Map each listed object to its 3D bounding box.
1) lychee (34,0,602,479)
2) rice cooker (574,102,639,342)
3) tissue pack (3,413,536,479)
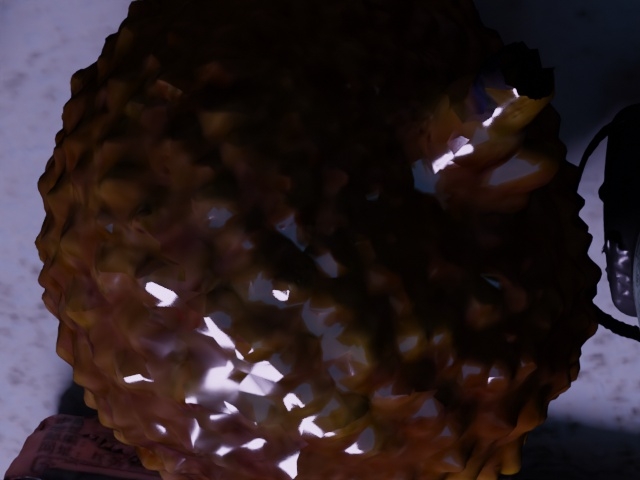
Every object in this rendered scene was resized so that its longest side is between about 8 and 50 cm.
[{"bbox_3d":[0.000,0.000,0.551,0.200,0.200,0.238,28,150,-18],"label":"lychee"},{"bbox_3d":[0.188,0.003,0.572,0.203,0.118,0.142,-2,135,8],"label":"rice cooker"},{"bbox_3d":[0.010,0.214,0.778,0.332,0.123,0.245,9,114,3],"label":"tissue pack"}]
